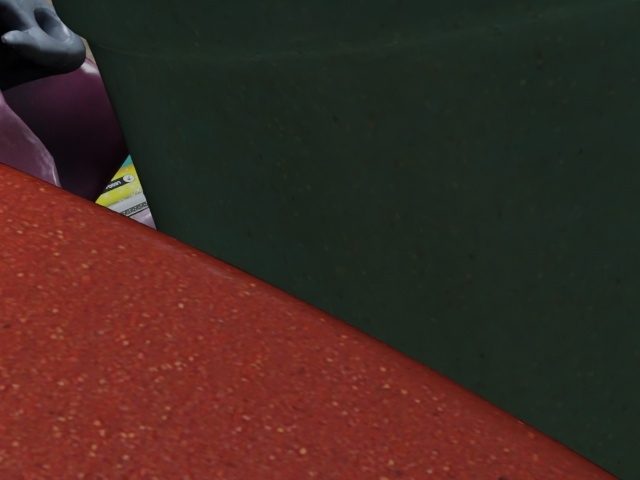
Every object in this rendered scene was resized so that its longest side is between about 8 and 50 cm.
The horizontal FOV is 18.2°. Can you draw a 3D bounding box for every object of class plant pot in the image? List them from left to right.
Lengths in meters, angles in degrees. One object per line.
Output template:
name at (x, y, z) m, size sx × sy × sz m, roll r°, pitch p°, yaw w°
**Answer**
plant pot at (-0.031, 0.167, 0.323) m, size 0.235 × 0.267 × 0.267 m, roll 12°, pitch 28°, yaw 17°
plant pot at (0.082, -0.034, 0.680) m, size 0.341 × 0.334 × 0.341 m, roll -12°, pitch 19°, yaw 4°

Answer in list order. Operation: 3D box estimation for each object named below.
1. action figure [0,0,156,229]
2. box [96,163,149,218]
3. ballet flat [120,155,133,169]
action figure at (-0.217, 0.045, 0.855) m, size 0.370 × 0.275 × 0.248 m, roll -43°, pitch 49°, yaw 16°
box at (0.000, 0.000, 0.978) m, size 0.233 × 0.044 × 0.159 m, roll -25°, pitch 50°, yaw -31°
ballet flat at (-0.019, -0.038, 1.122) m, size 0.348 × 0.123 × 0.123 m, roll -23°, pitch 21°, yaw -31°
